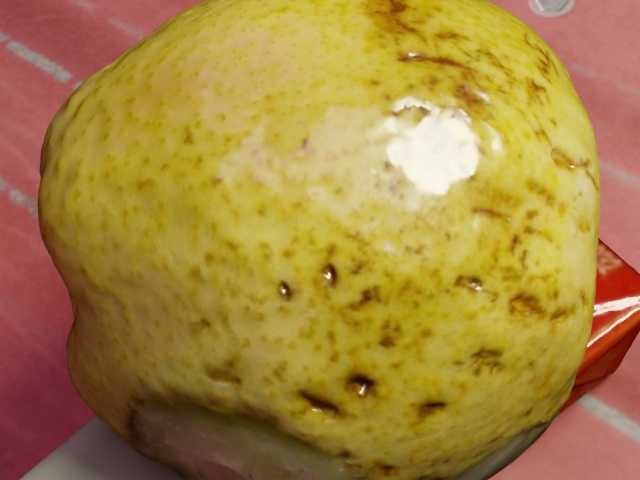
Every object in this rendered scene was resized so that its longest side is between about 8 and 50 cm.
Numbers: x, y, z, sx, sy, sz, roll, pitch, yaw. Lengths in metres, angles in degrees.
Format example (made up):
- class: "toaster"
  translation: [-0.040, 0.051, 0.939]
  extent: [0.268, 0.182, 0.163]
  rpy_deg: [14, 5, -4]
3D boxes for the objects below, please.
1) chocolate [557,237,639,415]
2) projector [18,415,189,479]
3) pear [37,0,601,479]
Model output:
- class: "chocolate"
  translation: [0.043, 0.047, 0.727]
  extent: [0.235, 0.108, 0.237]
  rpy_deg: [-36, 55, -13]
- class: "projector"
  translation: [-0.109, 0.216, 0.599]
  extent: [0.242, 0.177, 0.163]
  rpy_deg: [-41, 60, -15]
- class: "pear"
  translation: [0.000, 0.000, 0.548]
  extent: [0.271, 0.271, 0.271]
  rpy_deg: [-5, 55, 8]
